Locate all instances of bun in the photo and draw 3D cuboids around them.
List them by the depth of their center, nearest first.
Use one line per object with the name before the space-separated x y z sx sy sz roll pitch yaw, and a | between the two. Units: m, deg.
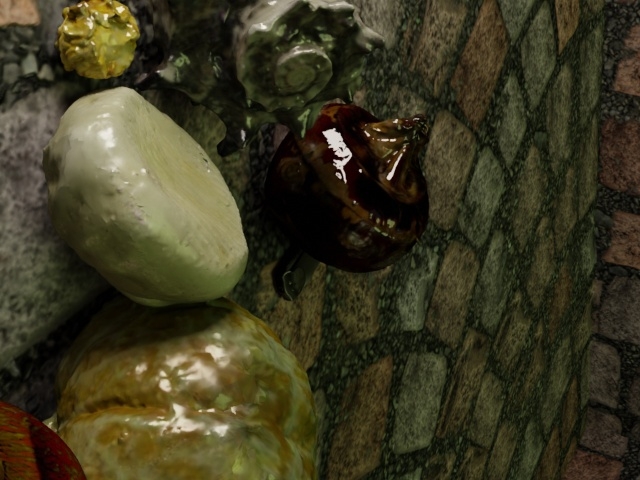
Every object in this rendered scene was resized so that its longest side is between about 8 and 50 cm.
bun | -0.173 -0.032 0.813 0.231 0.133 0.231 50 16 -20

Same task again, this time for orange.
orange | -0.114 0.200 0.829 0.271 0.210 0.368 27 47 -29

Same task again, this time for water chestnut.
water chestnut | 0.047 -0.074 1.103 0.224 0.238 0.223 30 40 -29

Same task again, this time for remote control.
remote control | 0.000 0.000 1.235 0.212 0.028 0.059 -53 143 -35

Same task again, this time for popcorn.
popcorn | -0.207 -0.188 0.795 0.082 0.057 0.083 -60 149 -15

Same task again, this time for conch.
conch | -0.054 -0.228 0.857 0.186 0.241 0.312 -75 168 -65

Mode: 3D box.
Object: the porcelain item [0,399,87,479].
porcelain item | -0.293 0.243 0.653 0.253 0.253 0.252 -29 125 -52
